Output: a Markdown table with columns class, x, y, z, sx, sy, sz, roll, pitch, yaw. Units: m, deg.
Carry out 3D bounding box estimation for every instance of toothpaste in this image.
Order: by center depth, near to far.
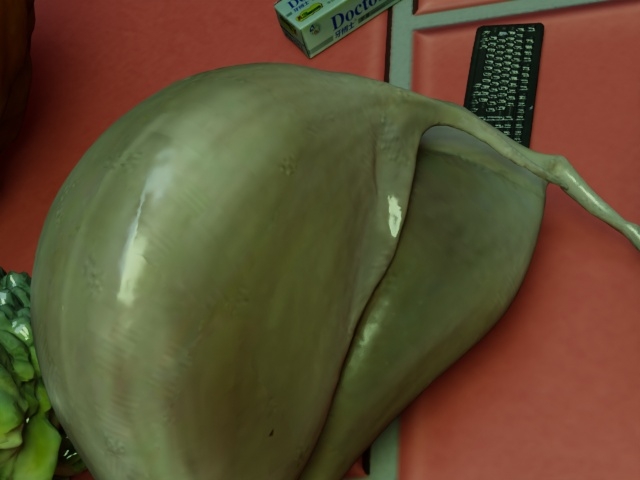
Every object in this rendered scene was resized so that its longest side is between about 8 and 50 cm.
| class | x | y | z | sx | sy | sz | roll | pitch | yaw |
| --- | --- | --- | --- | --- | --- | --- | --- | --- | --- |
| toothpaste | 0.042 | -0.214 | 0.868 | 0.164 | 0.034 | 0.046 | -35 | 50 | -10 |

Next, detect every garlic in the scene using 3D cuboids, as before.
| class | x | y | z | sx | sy | sz | roll | pitch | yaw |
| --- | --- | --- | --- | --- | --- | --- | --- | --- | --- |
| garlic | 0.000 | 0.000 | 0.579 | 0.340 | 0.231 | 0.246 | -35 | 60 | -11 |

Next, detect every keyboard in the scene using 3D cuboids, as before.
| class | x | y | z | sx | sy | sz | roll | pitch | yaw |
| --- | --- | --- | --- | --- | --- | --- | --- | --- | --- |
| keyboard | 0.130 | -0.103 | 0.766 | 0.053 | 0.010 | 0.155 | 0 | 53 | 18 |

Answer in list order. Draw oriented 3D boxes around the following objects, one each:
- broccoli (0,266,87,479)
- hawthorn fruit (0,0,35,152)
| class | x | y | z | sx | sy | sz | roll | pitch | yaw |
| --- | --- | --- | --- | --- | --- | --- | --- | --- | --- |
| broccoli | -0.238 | 0.129 | 0.566 | 0.288 | 0.245 | 0.248 | -20 | 7 | -35 |
| hawthorn fruit | -0.406 | -0.190 | 0.742 | 0.472 | 0.471 | 0.471 | -10 | 50 | 12 |
